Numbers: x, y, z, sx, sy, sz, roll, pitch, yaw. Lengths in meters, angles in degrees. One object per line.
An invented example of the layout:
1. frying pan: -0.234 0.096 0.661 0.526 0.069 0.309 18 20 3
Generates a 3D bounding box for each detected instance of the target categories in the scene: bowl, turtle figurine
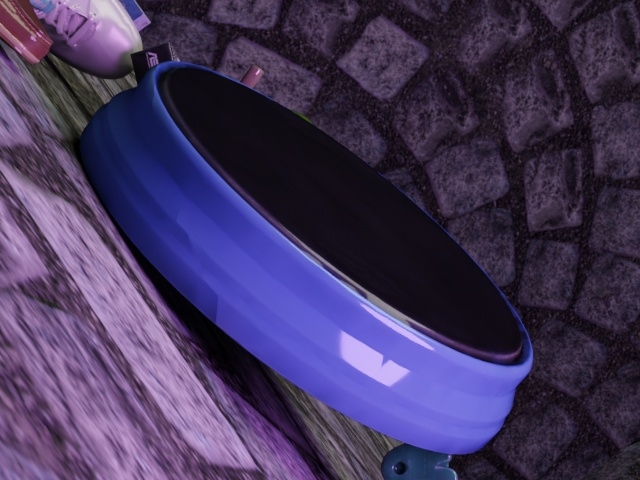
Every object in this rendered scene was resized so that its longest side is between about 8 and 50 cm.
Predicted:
1. bowl: 0.000 0.000 1.099 0.391 0.077 0.391 35 15 -11
2. turtle figurine: 0.102 0.219 1.145 0.234 0.118 0.175 24 45 -72

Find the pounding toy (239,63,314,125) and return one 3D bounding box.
1. pounding toy: -0.105 -0.083 1.557 0.110 0.183 0.237 19 24 -40

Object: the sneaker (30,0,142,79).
1. sneaker: -0.242 -0.212 1.246 0.212 0.080 0.094 43 9 -22

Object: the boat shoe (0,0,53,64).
1. boat shoe: -0.242 -0.207 1.027 0.178 0.060 0.064 54 0 13

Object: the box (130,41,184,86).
1. box: -0.113 -0.065 1.331 0.190 0.045 0.184 54 23 -71

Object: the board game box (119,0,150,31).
1. board game box: -0.249 -0.250 1.623 0.090 0.090 0.020 54 0 38
